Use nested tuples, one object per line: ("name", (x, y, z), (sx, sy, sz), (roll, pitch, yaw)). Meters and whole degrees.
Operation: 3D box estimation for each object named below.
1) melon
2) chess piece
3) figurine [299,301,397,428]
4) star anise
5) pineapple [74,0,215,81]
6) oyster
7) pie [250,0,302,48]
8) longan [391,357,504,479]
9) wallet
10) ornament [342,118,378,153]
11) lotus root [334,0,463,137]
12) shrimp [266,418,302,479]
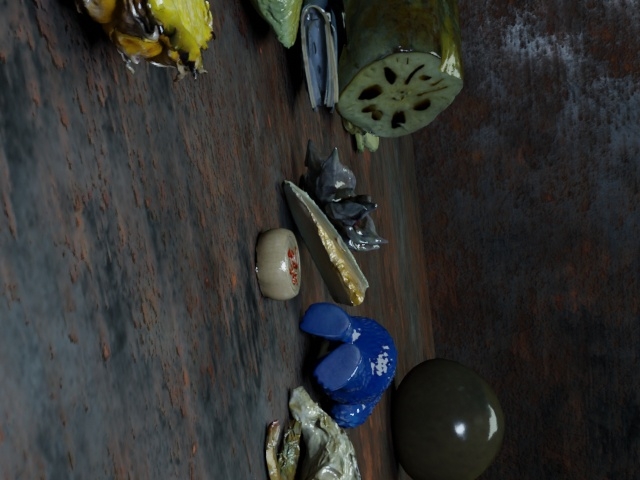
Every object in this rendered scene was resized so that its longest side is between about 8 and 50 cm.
("melon", (0.001, 0.001, 1.157), (0.182, 0.054, 0.098), (60, 1, -1))
("chess piece", (-0.048, 0.027, 1.018), (0.083, 0.038, 0.084), (-4, 90, -77))
("figurine", (0.053, 0.179, 1.247), (0.262, 0.120, 0.164), (54, 30, -73))
("star anise", (0.021, -0.055, 1.215), (0.204, 0.061, 0.181), (33, -32, 59))
("pineapple", (-0.130, -0.211, 0.604), (0.225, 0.076, 0.225), (-7, 90, -81))
("oyster", (0.003, 0.267, 1.114), (0.163, 0.081, 0.191), (-152, -139, -83))
("pie", (-0.041, -0.365, 1.065), (0.275, 0.105, 0.257), (-81, 172, -48))
("longan", (0.274, 0.410, 1.999), (0.243, 0.300, 0.300), (32, 38, -22))
("wallet", (0.004, -0.296, 1.278), (0.231, 0.069, 0.170), (-88, 178, -56))
("ornament", (0.079, -0.278, 1.761), (0.201, 0.059, 0.180), (56, 30, -73))
("lotus root", (0.112, -0.374, 1.506), (0.250, 0.250, 0.346), (65, 22, -60))
("shrimp", (-0.041, 0.227, 1.004), (0.114, 0.023, 0.083), (-72, 152, -55))
